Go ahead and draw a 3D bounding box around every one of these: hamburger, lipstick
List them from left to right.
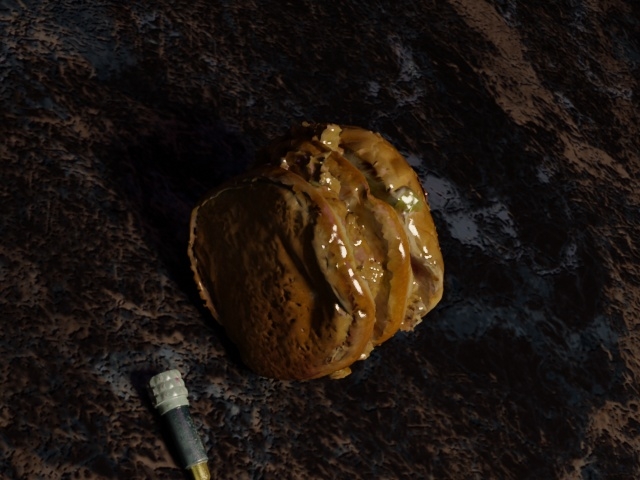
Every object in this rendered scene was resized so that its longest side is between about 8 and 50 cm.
[{"bbox_3d":[-0.128,0.180,1.295,0.037,0.037,0.116,-11,69,-40],"label":"lipstick"},{"bbox_3d":[-0.005,-0.003,1.385,0.211,0.245,0.260,-25,49,-39],"label":"hamburger"}]
